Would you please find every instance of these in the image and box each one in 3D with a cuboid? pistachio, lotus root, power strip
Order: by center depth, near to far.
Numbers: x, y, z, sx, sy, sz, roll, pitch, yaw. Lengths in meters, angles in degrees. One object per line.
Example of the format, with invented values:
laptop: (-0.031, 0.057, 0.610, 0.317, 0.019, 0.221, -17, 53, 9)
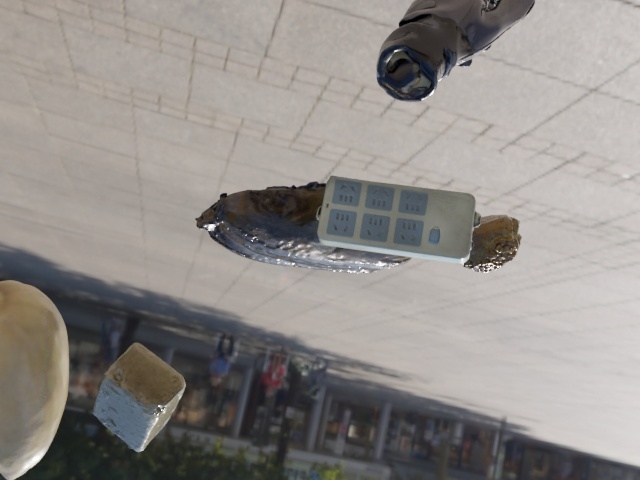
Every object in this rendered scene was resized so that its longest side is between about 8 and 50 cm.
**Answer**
pistachio: (-0.313, 0.141, 0.863, 0.117, 0.200, 0.145, -1, -173, 23)
power strip: (0.088, -0.023, 0.970, 0.192, 0.081, 0.035, 8, 162, 10)
lotus root: (-0.001, 0.000, 1.093, 0.329, 0.078, 0.167, 5, 147, -32)

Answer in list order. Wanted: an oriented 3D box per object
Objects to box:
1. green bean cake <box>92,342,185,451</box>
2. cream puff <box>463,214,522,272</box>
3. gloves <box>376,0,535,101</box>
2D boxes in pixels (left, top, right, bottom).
green bean cake: (-0.290, 0.251, 1.325, 0.109, 0.085, 0.179, 39, 142, 5)
cream puff: (0.313, 0.007, 1.588, 0.126, 0.103, 0.144, -19, -171, -38)
gloves: (0.165, -0.255, 1.003, 0.142, 0.119, 0.285, 0, -157, 35)
